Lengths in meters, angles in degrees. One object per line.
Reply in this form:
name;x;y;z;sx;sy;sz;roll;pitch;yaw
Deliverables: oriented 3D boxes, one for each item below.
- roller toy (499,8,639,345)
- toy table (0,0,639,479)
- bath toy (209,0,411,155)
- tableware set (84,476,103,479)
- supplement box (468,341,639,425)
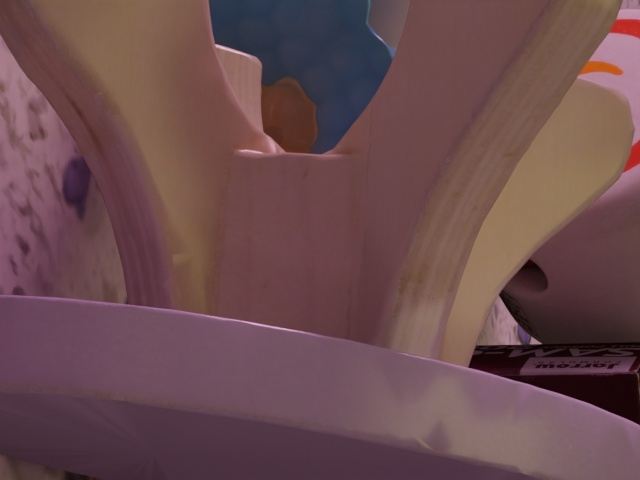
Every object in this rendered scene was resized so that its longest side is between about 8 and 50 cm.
roller toy;0.178;-0.030;1.193;0.146;0.209;0.191;59;34;-38
toy table;0.000;0.000;0.638;0.274;0.252;0.161;20;70;-45
bath toy;0.038;-0.109;0.911;0.151;0.129;0.348;-63;171;23
tableware set;-0.056;0.128;0.762;0.169;0.020;0.141;26;61;-68
supplement box;0.136;0.182;1.149;0.073;0.130;0.239;-35;121;-68
